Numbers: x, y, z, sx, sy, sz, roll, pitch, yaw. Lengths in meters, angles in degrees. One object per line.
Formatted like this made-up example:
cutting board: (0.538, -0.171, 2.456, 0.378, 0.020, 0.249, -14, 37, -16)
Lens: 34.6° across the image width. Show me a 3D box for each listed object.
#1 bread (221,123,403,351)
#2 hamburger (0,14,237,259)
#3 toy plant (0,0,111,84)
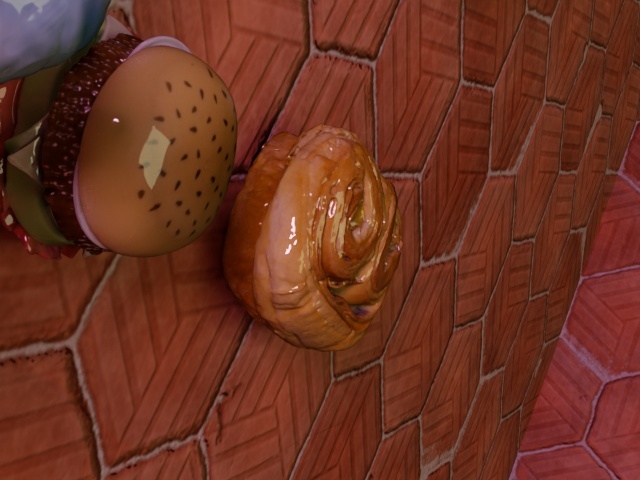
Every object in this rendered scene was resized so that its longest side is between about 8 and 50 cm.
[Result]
bread: (-0.001, 0.003, 0.991, 0.198, 0.120, 0.236, -68, 153, -16)
hamburger: (-0.130, -0.064, 0.675, 0.175, 0.137, 0.175, -34, 130, -54)
toy plant: (-0.203, -0.120, 0.368, 0.332, 0.247, 0.247, -59, 151, -22)
